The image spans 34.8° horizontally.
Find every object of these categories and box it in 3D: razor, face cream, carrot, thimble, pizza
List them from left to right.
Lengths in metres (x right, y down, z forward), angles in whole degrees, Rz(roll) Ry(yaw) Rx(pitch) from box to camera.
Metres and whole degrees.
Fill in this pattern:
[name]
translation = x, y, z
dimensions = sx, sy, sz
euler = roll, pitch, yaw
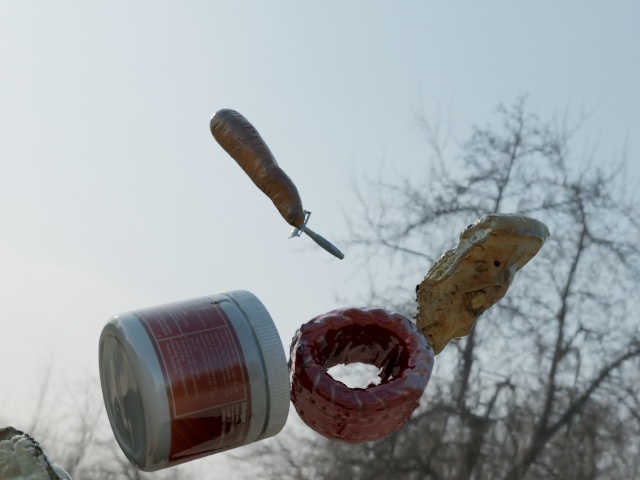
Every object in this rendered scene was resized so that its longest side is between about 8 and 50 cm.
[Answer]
[face cream]
translation = -0.164, 0.175, 1.293
dimensions = 0.187, 0.201, 0.201
euler = -11, -5, -28
[carrot]
translation = -0.086, -0.107, 1.462
dimensions = 0.248, 0.059, 0.059
euler = 51, -1, 31
[razor]
translation = 0.000, 0.000, 2.119
dimensions = 0.135, 0.068, 0.040
euler = 36, -24, -27
[thimble]
translation = 0.054, 0.181, 1.383
dimensions = 0.189, 0.163, 0.125
euler = -2, -37, -9
[pizza]
translation = 0.236, 0.076, 1.630
dimensions = 0.189, 0.297, 0.071
euler = 16, 30, -50

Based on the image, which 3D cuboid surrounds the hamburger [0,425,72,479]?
[hamburger]
translation = -0.467, 0.381, 1.420
dimensions = 0.259, 0.283, 0.145
euler = -13, -50, -23
